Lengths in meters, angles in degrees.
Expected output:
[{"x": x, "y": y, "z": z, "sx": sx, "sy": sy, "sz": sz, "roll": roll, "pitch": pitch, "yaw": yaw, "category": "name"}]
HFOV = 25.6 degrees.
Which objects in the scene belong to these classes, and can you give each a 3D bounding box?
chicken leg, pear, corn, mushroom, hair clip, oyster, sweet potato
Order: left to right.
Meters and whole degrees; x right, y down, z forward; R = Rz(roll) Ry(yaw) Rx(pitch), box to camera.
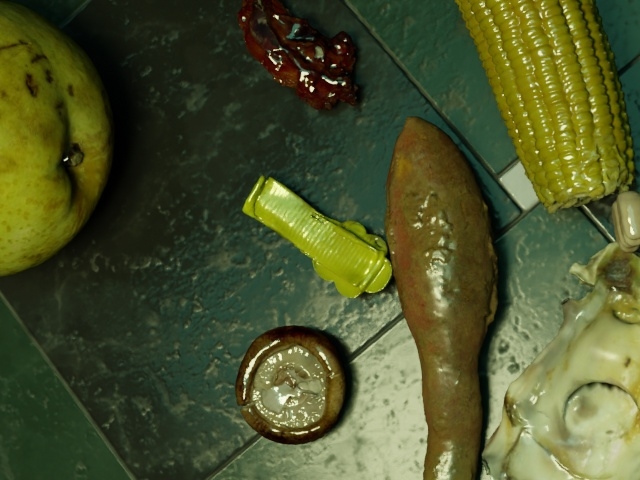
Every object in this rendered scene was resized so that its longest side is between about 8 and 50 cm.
[{"x": -0.356, "y": -0.099, "z": 1.427, "sx": 0.303, "sy": 0.304, "sz": 0.304, "roll": -1, "pitch": 84, "yaw": 14, "category": "pear"}, {"x": -0.036, "y": -0.219, "z": 1.483, "sx": 0.089, "sy": 0.048, "sz": 0.219, "roll": -45, "pitch": 76, "yaw": 3, "category": "chicken leg"}, {"x": -0.028, "y": 0.148, "z": 1.444, "sx": 0.123, "sy": 0.052, "sz": 0.123, "roll": 1, "pitch": 92, "yaw": 14, "category": "mushroom"}, {"x": 0.000, "y": 0.000, "z": 1.454, "sx": 0.173, "sy": 0.046, "sz": 0.072, "roll": 31, "pitch": 96, "yaw": 16, "category": "hair clip"}, {"x": 0.125, "y": 0.064, "z": 1.390, "sx": 0.109, "sy": 0.109, "sz": 0.385, "roll": -7, "pitch": 84, "yaw": 13, "category": "sweet potato"}, {"x": 0.213, "y": -0.195, "z": 1.380, "sx": 0.131, "sy": 0.131, "sz": 0.345, "roll": -20, "pitch": 83, "yaw": 11, "category": "corn"}, {"x": 0.269, "y": 0.171, "z": 1.340, "sx": 0.271, "sy": 0.100, "sz": 0.275, "roll": -38, "pitch": 60, "yaw": 13, "category": "oyster"}]

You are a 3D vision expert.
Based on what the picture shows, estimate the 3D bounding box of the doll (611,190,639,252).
[{"x": 0.410, "y": -0.031, "z": 1.298, "sx": 0.278, "sy": 0.154, "sz": 0.119, "roll": -8, "pitch": 82, "yaw": 14, "category": "doll"}]
